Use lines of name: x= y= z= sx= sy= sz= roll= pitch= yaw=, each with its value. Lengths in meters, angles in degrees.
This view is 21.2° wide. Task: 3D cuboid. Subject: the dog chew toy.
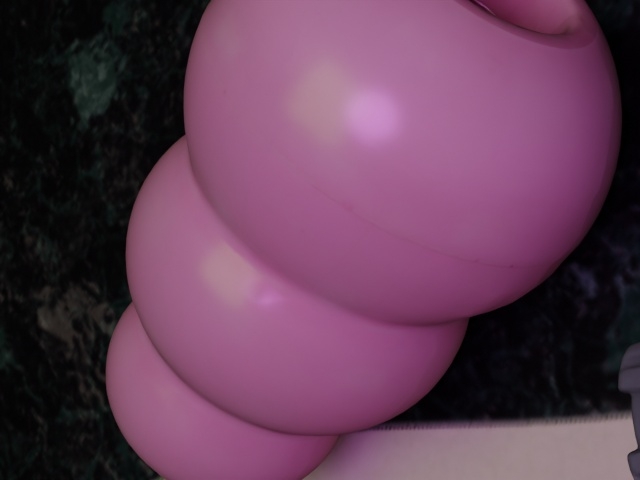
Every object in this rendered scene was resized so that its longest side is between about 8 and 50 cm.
dog chew toy: x=0.000 y=0.000 z=0.840 sx=0.206 sy=0.207 sz=0.332 roll=54 pitch=127 yaw=32

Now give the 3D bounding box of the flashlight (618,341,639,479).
flashlight: x=0.263 y=0.049 z=0.649 sx=0.304 sy=0.103 sz=0.103 roll=-17 pitch=40 yaw=44
